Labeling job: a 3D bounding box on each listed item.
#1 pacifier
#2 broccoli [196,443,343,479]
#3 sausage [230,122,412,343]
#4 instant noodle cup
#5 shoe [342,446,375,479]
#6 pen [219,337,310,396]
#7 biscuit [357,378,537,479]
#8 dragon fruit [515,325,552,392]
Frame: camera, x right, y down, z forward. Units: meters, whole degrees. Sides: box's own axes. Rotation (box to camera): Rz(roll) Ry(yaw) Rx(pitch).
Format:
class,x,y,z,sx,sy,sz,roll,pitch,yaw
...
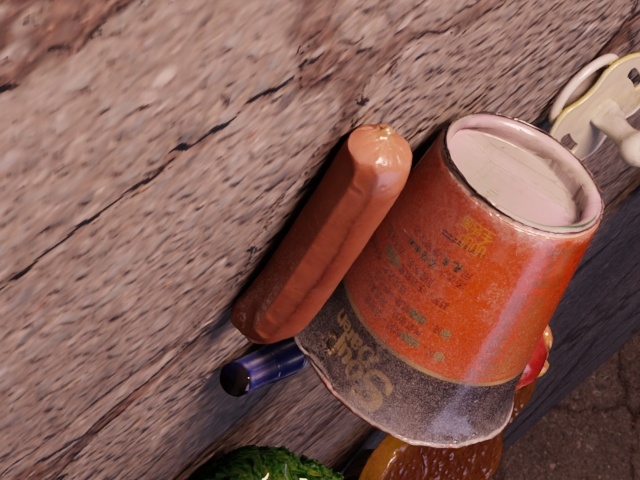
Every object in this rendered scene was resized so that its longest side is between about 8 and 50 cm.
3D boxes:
class,x,y,z,sx,sy,sz,roll,pitch,yaw
pacifier,0.169,-0.069,1.034,0.083,0.064,0.068,-44,151,3
broccoli,-0.052,0.279,1.124,0.294,0.245,0.265,-65,154,-15
sausage,0.000,0.000,0.795,0.030,0.035,0.147,-6,148,-33
instant noodle cup,0.070,0.014,0.890,0.127,0.127,0.135,-29,154,-50
shoe,0.008,0.297,1.677,0.125,0.099,0.227,-41,166,-52
pen,0.001,0.056,1.007,0.025,0.025,0.204,-49,167,26
biscuit,0.105,0.180,1.591,0.236,0.039,0.180,-52,142,-17
dragon fruit,0.142,0.084,1.444,0.086,0.081,0.116,-34,170,4
